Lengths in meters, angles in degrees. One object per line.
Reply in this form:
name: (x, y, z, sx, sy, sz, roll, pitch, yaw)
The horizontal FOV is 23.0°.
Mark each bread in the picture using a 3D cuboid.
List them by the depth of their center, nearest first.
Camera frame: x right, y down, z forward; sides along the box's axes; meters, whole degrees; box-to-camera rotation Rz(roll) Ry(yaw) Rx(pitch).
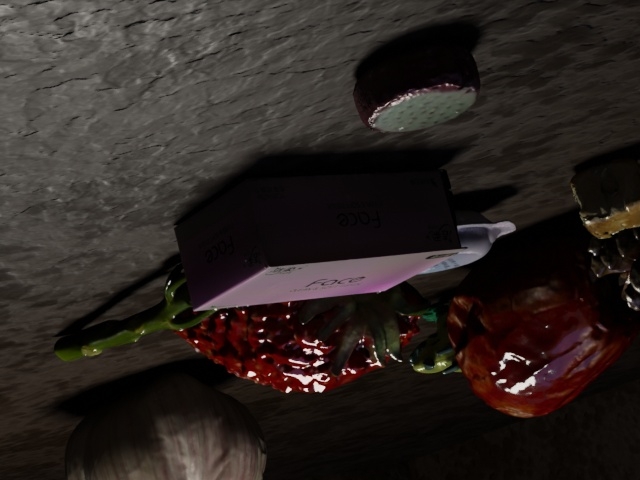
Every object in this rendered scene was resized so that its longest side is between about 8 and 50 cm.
bread: (0.320, -0.052, 1.728, 0.083, 0.077, 0.070, -18, 155, 14)

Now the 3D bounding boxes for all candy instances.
candy: (0.077, -0.120, 1.254, 0.103, 0.043, 0.103, -14, 166, -3)

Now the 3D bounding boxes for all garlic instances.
garlic: (-0.222, 0.334, 2.302, 0.317, 0.259, 0.317, -16, 171, -3)

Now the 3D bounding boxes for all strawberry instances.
strawberry: (-0.035, 0.112, 1.782, 0.233, 0.138, 0.306, 5, 165, -40)

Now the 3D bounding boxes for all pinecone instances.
pinecone: (0.421, 0.015, 1.855, 0.204, 0.179, 0.184, -4, -158, 18)

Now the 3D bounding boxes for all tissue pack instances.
tissue pack: (0.000, 0.000, 1.548, 0.246, 0.092, 0.148, -5, 165, -36)

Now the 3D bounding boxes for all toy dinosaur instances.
toy dinosaur: (0.244, 0.122, 2.236, 0.259, 0.094, 0.153, -20, -165, -3)

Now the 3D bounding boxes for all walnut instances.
walnut: (0.299, 0.094, 2.043, 0.269, 0.222, 0.244, -32, -169, 35)

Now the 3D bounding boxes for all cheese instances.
cheese: (0.099, 0.009, 1.775, 0.244, 0.052, 0.135, -13, 165, 14)

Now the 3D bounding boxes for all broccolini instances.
broccolini: (-0.178, 0.066, 1.740, 0.074, 0.079, 0.392, -17, 178, -40)
